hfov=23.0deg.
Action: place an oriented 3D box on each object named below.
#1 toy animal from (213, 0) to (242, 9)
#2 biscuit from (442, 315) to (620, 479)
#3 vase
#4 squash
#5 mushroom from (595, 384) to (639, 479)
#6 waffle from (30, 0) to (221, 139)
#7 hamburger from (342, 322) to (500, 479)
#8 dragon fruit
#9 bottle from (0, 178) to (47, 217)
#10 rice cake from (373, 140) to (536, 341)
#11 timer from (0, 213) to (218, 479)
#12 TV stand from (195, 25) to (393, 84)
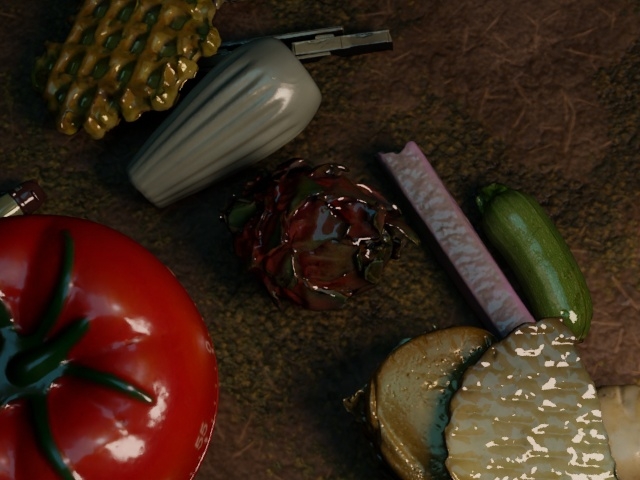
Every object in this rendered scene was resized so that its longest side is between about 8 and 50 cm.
[{"bbox_3d":[-0.122,-0.338,1.981,0.098,0.098,0.137,31,55,14],"label":"toy animal"},{"bbox_3d":[0.223,0.225,1.658,0.187,0.036,0.273,-14,74,-7],"label":"biscuit"},{"bbox_3d":[-0.122,-0.135,1.892,0.248,0.128,0.128,-38,71,-1],"label":"vase"},{"bbox_3d":[0.253,0.023,1.835,0.077,0.068,0.219,-39,67,22],"label":"squash"},{"bbox_3d":[0.332,0.227,1.730,0.148,0.112,0.148,-2,70,5],"label":"mushroom"},{"bbox_3d":[-0.248,-0.251,1.944,0.291,0.051,0.291,-11,60,21],"label":"waffle"},{"bbox_3d":[0.146,0.202,1.744,0.215,0.122,0.189,43,77,12],"label":"hamburger"},{"bbox_3d":[-0.007,-0.003,1.810,0.182,0.182,0.188,-40,59,-12],"label":"dragon fruit"},{"bbox_3d":[-0.377,-0.033,1.905,0.101,0.047,0.063,-38,86,-16],"label":"bottle"},{"bbox_3d":[0.173,0.025,1.842,0.056,0.072,0.365,-29,68,-6],"label":"rice cake"},{"bbox_3d":[-0.299,0.163,1.699,0.378,0.279,0.378,-1,71,2],"label":"timer"},{"bbox_3d":[-0.034,-0.235,1.969,0.249,0.036,0.042,-8,67,0],"label":"TV stand"}]
